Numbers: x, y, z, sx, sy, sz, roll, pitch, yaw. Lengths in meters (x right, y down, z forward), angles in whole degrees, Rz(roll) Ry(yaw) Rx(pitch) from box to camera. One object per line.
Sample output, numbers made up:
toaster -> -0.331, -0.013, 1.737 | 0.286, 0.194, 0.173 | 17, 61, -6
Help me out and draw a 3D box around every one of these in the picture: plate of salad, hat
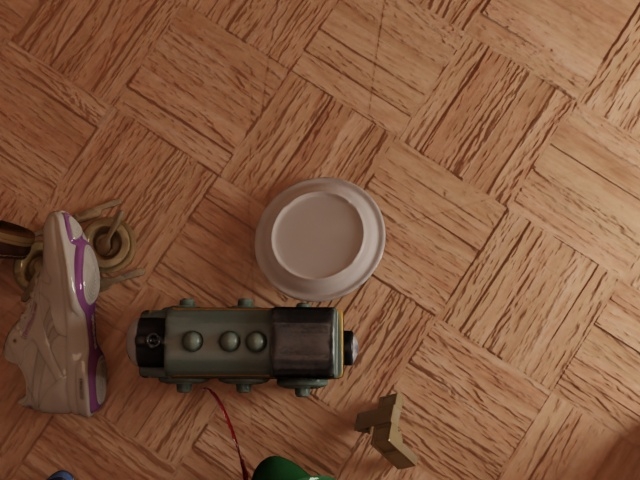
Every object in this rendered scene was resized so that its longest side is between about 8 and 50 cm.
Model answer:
plate of salad -> 0.000, 0.000, 1.767 | 0.200, 0.048, 0.200 | -4, 68, 11
hat -> -0.082, 0.339, 1.705 | 0.173, 0.208, 0.183 | -4, 37, -36

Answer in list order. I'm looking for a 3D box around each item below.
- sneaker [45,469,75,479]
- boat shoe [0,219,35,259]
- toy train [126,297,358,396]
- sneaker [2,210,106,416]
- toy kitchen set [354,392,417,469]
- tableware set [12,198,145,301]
sneaker -> -0.414, 0.395, 1.714 | 0.053, 0.059, 0.144 | 42, 83, 10
boat shoe -> -0.595, 0.024, 1.758 | 0.342, 0.123, 0.123 | 2, 95, 2
toy train -> -0.113, 0.147, 1.679 | 0.334, 0.190, 0.142 | 2, 80, 2
sneaker -> -0.397, 0.110, 1.711 | 0.152, 0.114, 0.305 | -1, 96, 7
toy kitchen set -> 0.099, 0.284, 1.737 | 0.068, 0.075, 0.083 | -19, 39, 34
tableware set -> -0.375, 0.023, 1.782 | 0.194, 0.039, 0.128 | -20, 81, -2
